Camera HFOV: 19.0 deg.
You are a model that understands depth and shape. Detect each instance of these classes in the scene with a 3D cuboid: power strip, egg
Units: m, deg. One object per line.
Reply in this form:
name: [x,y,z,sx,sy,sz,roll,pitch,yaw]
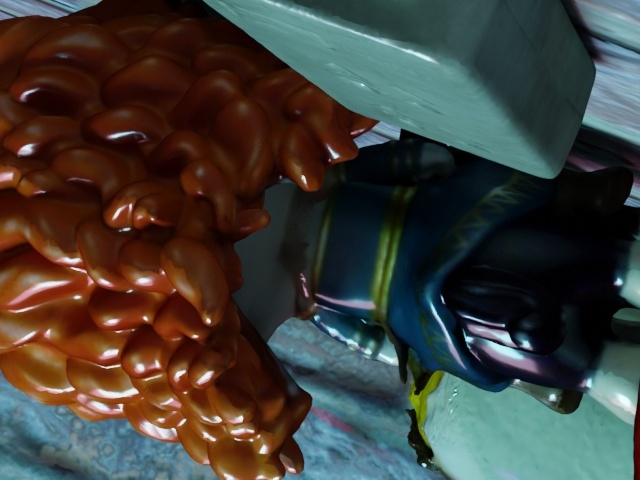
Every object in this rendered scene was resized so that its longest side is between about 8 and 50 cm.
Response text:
power strip: [0.026,-0.073,0.598,0.093,0.053,0.288,21,180,16]
egg: [0.236,0.106,1.516,0.337,0.201,0.337,13,-155,-6]

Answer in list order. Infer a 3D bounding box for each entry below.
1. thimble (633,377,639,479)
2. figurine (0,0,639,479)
thimble: [0.188,0.065,0.601,0.163,0.189,0.125,19,179,27]
figurine: [0.009,-0.002,1.015,0.412,0.241,0.306,3,-151,-17]
